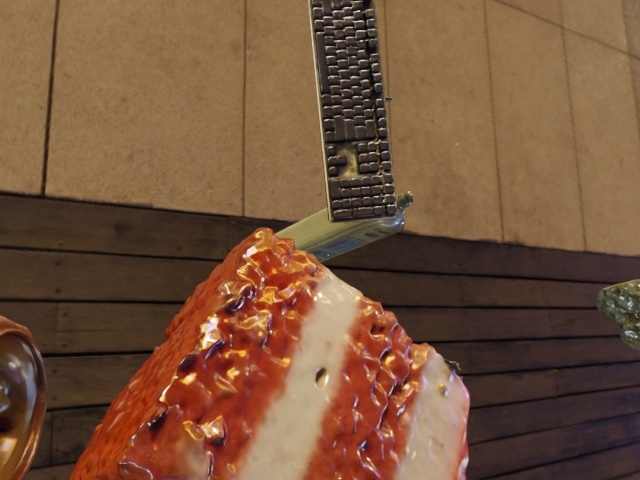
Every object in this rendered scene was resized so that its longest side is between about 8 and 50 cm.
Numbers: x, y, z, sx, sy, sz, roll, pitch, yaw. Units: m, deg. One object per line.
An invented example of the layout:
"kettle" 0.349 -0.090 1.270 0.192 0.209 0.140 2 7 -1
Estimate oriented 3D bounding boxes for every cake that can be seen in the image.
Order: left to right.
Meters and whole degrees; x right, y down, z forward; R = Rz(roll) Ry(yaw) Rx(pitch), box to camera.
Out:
"cake" -0.042 0.210 0.556 0.319 0.270 0.269 38 43 -13

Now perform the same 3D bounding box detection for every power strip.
"power strip" 0.000 0.000 0.924 0.092 0.387 0.066 12 62 -44

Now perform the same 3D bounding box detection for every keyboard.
"keyboard" 0.047 -0.183 0.750 0.106 0.027 0.317 -6 86 -3

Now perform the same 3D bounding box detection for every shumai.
"shumai" 0.704 0.168 1.111 0.189 0.256 0.218 -6 81 -48

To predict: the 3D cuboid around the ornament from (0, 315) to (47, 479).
"ornament" -0.402 0.170 0.527 0.217 0.221 0.235 -1 55 -3
